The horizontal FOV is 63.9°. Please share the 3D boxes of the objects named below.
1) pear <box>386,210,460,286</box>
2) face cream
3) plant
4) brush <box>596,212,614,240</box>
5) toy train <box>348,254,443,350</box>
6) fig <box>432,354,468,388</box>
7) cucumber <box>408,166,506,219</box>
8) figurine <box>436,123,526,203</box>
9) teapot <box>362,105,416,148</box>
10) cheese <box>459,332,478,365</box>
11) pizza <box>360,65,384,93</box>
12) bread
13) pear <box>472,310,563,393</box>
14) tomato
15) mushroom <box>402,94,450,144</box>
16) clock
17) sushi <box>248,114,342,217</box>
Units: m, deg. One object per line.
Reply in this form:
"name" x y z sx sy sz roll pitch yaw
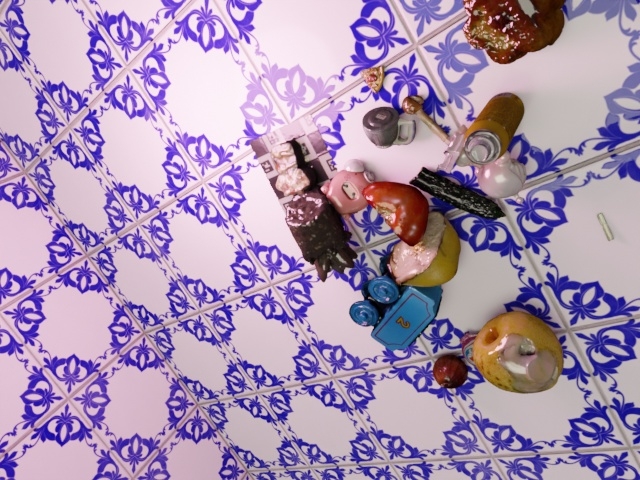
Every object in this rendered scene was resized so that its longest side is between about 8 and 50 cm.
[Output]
"pear" 0.356 0.056 1.615 0.178 0.267 0.267 32 132 -16
"face cream" 0.428 -0.274 1.271 0.105 0.349 0.105 14 124 22
"plant" 0.000 0.000 1.737 0.194 0.182 0.321 -20 132 11
"brush" 0.790 -0.038 1.426 0.016 0.013 0.084 -24 97 33
"toy train" 0.262 0.220 1.777 0.265 0.188 0.300 33 128 3
"fig" 0.473 0.479 1.850 0.128 0.150 0.128 -1 100 -6
"cucumber" 0.413 -0.132 1.546 0.300 0.072 0.072 29 128 12
"figurine" 0.458 -0.200 1.405 0.256 0.144 0.182 30 147 7
"teapot" 0.204 -0.335 1.537 0.149 0.111 0.108 -16 142 5
"cheese" 0.592 0.408 1.777 0.244 0.062 0.155 38 128 4
"pizza" 0.149 -0.478 1.517 0.078 0.025 0.083 20 127 15
"bread" 0.454 -0.544 1.234 0.247 0.135 0.232 50 143 -8
"pear" 0.622 0.358 1.612 0.271 0.271 0.271 14 124 22
"tomato" 0.247 -0.104 1.549 0.139 0.200 0.233 -41 84 14
"mushroom" 0.313 -0.351 1.486 0.187 0.060 0.061 40 115 -8
"clock" 0.105 -0.166 1.673 0.162 0.093 0.166 -37 96 17
"sushi" -0.086 -0.203 1.768 0.296 0.100 0.373 -14 110 35
